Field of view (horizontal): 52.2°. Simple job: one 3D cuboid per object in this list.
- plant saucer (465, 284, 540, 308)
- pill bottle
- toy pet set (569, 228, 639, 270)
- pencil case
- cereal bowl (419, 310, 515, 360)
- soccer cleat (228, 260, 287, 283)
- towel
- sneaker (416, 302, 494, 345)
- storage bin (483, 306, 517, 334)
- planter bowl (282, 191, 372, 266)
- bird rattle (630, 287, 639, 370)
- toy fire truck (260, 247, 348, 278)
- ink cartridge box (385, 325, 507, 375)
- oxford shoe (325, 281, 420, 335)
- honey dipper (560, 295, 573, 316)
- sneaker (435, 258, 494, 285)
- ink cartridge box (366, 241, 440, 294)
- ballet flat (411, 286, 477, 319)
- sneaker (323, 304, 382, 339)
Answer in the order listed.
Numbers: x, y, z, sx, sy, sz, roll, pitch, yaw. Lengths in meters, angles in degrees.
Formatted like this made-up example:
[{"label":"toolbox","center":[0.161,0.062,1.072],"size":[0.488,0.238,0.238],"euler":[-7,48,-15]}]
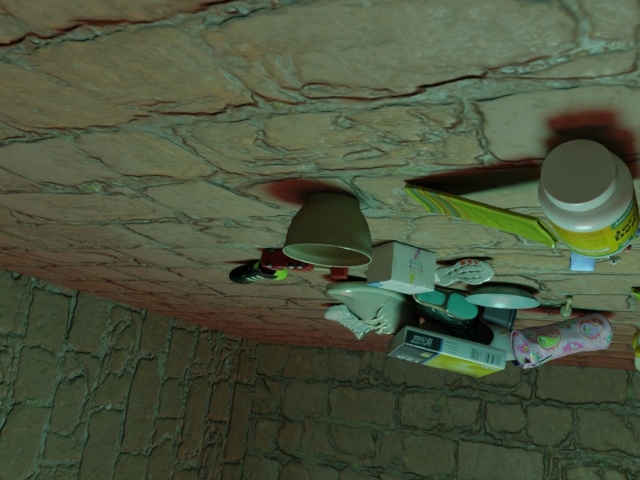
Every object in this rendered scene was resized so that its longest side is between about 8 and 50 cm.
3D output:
[{"label":"plant saucer","center":[0.490,0.148,1.758],"size":[0.195,0.037,0.195],"euler":[6,165,2]},{"label":"pill bottle","center":[0.362,-0.056,0.882],"size":[0.118,0.117,0.208],"euler":[-1,163,29]},{"label":"toy pet set","center":[0.527,0.025,1.215],"size":[0.114,0.065,0.122],"euler":[2,164,18]},{"label":"pencil case","center":[0.694,0.289,1.888],"size":[0.284,0.124,0.124],"euler":[-12,168,-10]},{"label":"cereal bowl","center":[0.487,0.312,2.179],"size":[0.339,0.141,0.339],"euler":[7,165,2]},{"label":"soccer cleat","center":[-0.178,0.082,1.798],"size":[0.179,0.060,0.072],"euler":[-6,152,20]},{"label":"towel","center":[0.246,-0.041,1.024],"size":[0.237,0.021,0.102],"euler":[21,176,41]},{"label":"sneaker","center":[0.417,0.238,1.946],"size":[0.267,0.101,0.106],"euler":[28,146,-14]},{"label":"storage bin","center":[0.534,0.226,1.946],"size":[0.091,0.098,0.135],"euler":[13,168,19]},{"label":"planter bowl","center":[0.019,-0.023,1.187],"size":[0.162,0.109,0.162],"euler":[7,165,2]},{"label":"bird rattle","center":[0.815,0.225,1.613],"size":[0.143,0.206,0.253],"euler":[20,163,27]},{"label":"toy fire truck","center":[-0.039,0.059,1.648],"size":[0.192,0.047,0.135],"euler":[0,165,26]},{"label":"ink cartridge box","center":[0.367,0.352,1.999],"size":[0.304,0.072,0.307],"euler":[13,158,-2]},{"label":"oxford shoe","center":[0.177,0.212,1.975],"size":[0.169,0.130,0.449],"euler":[-2,162,37]},{"label":"honey dipper","center":[0.688,0.183,1.814],"size":[0.031,0.030,0.160],"euler":[3,163,16]},{"label":"sneaker","center":[0.342,0.068,1.522],"size":[0.065,0.061,0.158],"euler":[-16,-174,-43]},{"label":"ink cartridge box","center":[0.192,0.066,1.481],"size":[0.143,0.089,0.092],"euler":[14,164,-30]},{"label":"ballet flat","center":[0.346,0.167,1.843],"size":[0.206,0.073,0.067],"euler":[23,177,-15]},{"label":"sneaker","center":[0.119,0.290,2.317],"size":[0.232,0.115,0.090],"euler":[3,165,15]}]
